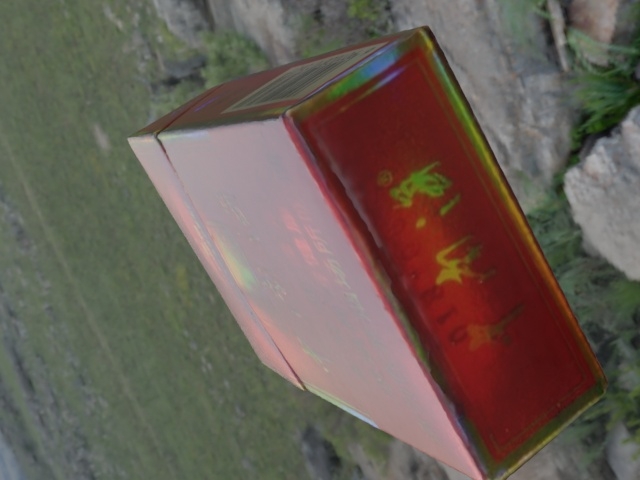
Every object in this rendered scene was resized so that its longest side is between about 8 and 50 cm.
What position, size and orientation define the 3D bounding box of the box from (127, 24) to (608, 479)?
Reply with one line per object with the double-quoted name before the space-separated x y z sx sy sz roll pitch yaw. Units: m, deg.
"box" 0.001 0.001 0.569 0.197 0.089 0.313 59 163 -15
